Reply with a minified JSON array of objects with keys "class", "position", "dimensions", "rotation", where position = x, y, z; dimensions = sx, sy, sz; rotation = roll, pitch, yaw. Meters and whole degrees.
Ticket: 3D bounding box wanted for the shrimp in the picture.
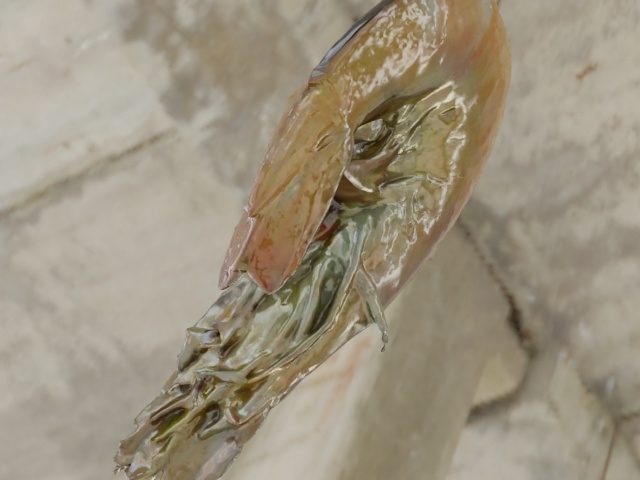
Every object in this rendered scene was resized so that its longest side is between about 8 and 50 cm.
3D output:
[{"class":"shrimp","position":[0.000,0.000,0.717],"dimensions":[0.068,0.249,0.150],"rotation":[30,-4,30]}]
